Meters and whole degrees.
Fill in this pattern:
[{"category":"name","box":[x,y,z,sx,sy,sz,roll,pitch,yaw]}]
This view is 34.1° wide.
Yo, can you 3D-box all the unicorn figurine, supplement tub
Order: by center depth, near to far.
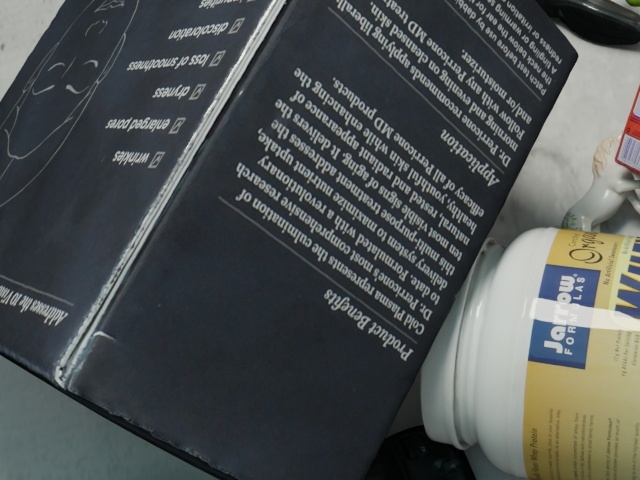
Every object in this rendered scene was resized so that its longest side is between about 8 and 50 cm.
[{"category":"supplement tub","box":[0.265,0.109,0.918,0.316,0.228,0.228,7,69,20]},{"category":"unicorn figurine","box":[0.298,-0.041,1.067,0.162,0.060,0.111,-42,55,1]}]

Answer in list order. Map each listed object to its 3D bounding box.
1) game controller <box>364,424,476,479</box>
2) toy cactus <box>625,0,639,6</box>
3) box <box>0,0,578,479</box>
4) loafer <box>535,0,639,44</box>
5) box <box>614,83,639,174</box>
[{"category":"game controller","box":[0.102,0.336,0.976,0.166,0.067,0.319,-32,60,19]},{"category":"toy cactus","box":[0.437,-0.280,1.119,0.219,0.112,0.181,-24,82,-2]},{"category":"box","box":[-0.104,-0.061,0.974,0.480,0.297,0.472,11,67,55]},{"category":"loafer","box":[0.292,-0.272,1.174,0.170,0.062,0.061,30,74,25]},{"category":"box","box":[0.419,-0.085,0.954,0.257,0.122,0.128,36,122,43]}]
